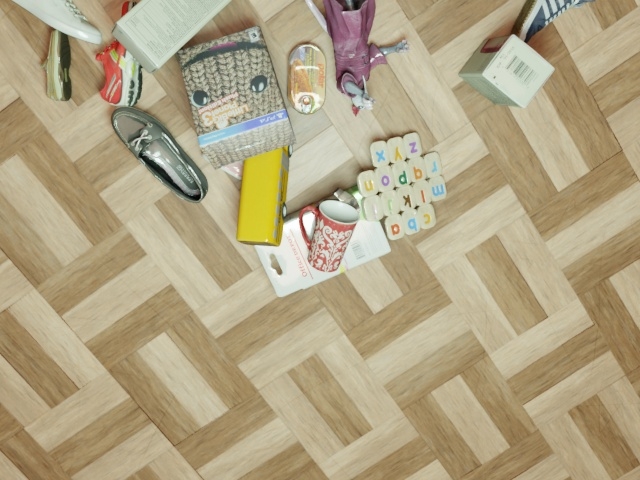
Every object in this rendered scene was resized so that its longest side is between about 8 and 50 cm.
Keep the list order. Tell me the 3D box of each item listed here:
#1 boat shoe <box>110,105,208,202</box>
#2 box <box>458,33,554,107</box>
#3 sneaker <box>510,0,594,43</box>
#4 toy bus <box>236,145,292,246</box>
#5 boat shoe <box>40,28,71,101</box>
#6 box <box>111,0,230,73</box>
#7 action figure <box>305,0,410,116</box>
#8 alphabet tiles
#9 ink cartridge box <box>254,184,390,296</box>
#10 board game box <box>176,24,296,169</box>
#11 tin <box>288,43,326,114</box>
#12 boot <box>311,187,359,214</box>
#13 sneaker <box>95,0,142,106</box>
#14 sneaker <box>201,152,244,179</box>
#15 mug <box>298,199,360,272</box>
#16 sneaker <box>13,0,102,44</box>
[{"bbox_3d":[-0.433,-0.232,1.757,0.112,0.095,0.335,-41,115,8],"label":"boat shoe"},{"bbox_3d":[0.489,-0.450,1.715,0.148,0.232,0.127,34,100,-12],"label":"box"},{"bbox_3d":[0.639,-0.628,1.747,0.153,0.099,0.282,25,99,-8],"label":"sneaker"},{"bbox_3d":[-0.152,-0.152,1.753,0.108,0.130,0.333,3,82,11],"label":"toy bus"},{"bbox_3d":[-0.715,-0.471,1.723,0.072,0.068,0.190,7,105,6],"label":"boat shoe"},{"bbox_3d":[-0.362,-0.581,1.623,0.311,0.121,0.148,-47,112,-13],"label":"box"},{"bbox_3d":[0.071,-0.495,1.700,0.275,0.248,0.370,17,134,25],"label":"action figure"},{"bbox_3d":[0.233,-0.154,1.821,0.284,0.021,0.278,-18,100,-26],"label":"alphabet tiles"},{"bbox_3d":[0.000,0.000,1.863,0.353,0.119,0.207,-23,104,2],"label":"ink cartridge box"},{"bbox_3d":[-0.218,-0.370,1.670,0.232,0.141,0.291,-18,71,1],"label":"board game box"},{"bbox_3d":[-0.037,-0.446,1.785,0.106,0.040,0.190,2,105,0],"label":"tin"},{"bbox_3d":[0.046,-0.085,1.766,0.118,0.042,0.087,-40,109,12],"label":"boot"},{"bbox_3d":[-0.537,-0.498,1.708,0.118,0.107,0.279,11,102,3],"label":"sneaker"},{"bbox_3d":[-0.265,-0.232,1.821,0.134,0.051,0.070,29,100,-14],"label":"sneaker"},{"bbox_3d":[0.018,-0.017,1.739,0.113,0.150,0.169,-16,134,-42],"label":"mug"},{"bbox_3d":[-0.684,-0.623,1.659,0.290,0.106,0.123,32,103,-10],"label":"sneaker"}]
